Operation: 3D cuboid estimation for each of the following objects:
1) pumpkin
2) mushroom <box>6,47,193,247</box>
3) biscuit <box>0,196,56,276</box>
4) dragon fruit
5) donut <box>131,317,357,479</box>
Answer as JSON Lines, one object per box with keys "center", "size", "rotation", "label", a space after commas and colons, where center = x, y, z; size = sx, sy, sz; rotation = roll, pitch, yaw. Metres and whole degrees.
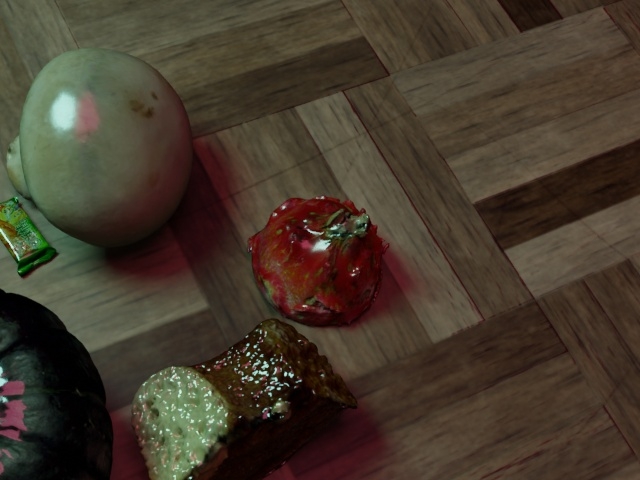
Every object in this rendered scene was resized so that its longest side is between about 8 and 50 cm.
{"center": [-0.314, 0.159, 0.855], "size": [0.295, 0.296, 0.296], "rotation": [4, 60, -8], "label": "pumpkin"}
{"center": [-0.238, -0.092, 1.084], "size": [0.204, 0.204, 0.204], "rotation": [4, 60, -8], "label": "mushroom"}
{"center": [-0.316, -0.008, 1.100], "size": [0.046, 0.016, 0.089], "rotation": [-31, 70, -24], "label": "biscuit"}
{"center": [0.000, 0.000, 1.099], "size": [0.153, 0.111, 0.153], "rotation": [5, 56, -7], "label": "dragon fruit"}
{"center": [-0.080, 0.164, 0.993], "size": [0.186, 0.144, 0.126], "rotation": [-38, 63, 6], "label": "donut"}
